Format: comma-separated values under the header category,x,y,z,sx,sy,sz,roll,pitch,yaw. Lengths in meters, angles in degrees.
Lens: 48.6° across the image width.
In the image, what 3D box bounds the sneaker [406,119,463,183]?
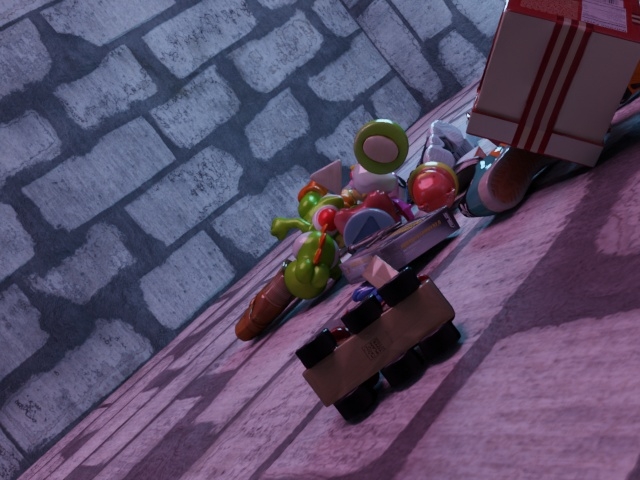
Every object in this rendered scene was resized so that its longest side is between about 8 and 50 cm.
category,x,y,z,sx,sy,sz,roll,pitch,yaw
sneaker,0.304,-0.216,1.933,0.153,0.101,0.268,-62,1,39

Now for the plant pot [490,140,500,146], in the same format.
category,x,y,z,sx,sy,sz,roll,pitch,yaw
plant pot,0.463,-0.315,1.685,0.180,0.201,0.201,-54,1,22

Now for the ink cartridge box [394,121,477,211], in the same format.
category,x,y,z,sx,sy,sz,roll,pitch,yaw
ink cartridge box,0.335,-0.222,2.181,0.324,0.071,0.330,-37,5,21

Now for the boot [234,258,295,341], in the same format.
category,x,y,z,sx,sy,sz,roll,pitch,yaw
boot,-0.128,0.174,1.989,0.220,0.109,0.283,-50,1,11

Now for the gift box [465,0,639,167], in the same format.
category,x,y,z,sx,sy,sz,roll,pitch,yaw
gift box,0.411,-0.292,1.236,0.276,0.255,0.258,-55,-19,-50

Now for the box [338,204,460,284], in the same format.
category,x,y,z,sx,sy,sz,roll,pitch,yaw
box,0.159,0.014,1.484,0.183,0.056,0.231,-31,1,-20

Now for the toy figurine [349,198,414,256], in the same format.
category,x,y,z,sx,sy,sz,roll,pitch,yaw
toy figurine,0.162,-0.038,1.804,0.159,0.130,0.173,-22,37,36

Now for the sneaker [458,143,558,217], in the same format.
category,x,y,z,sx,sy,sz,roll,pitch,yaw
sneaker,0.368,-0.150,1.375,0.302,0.108,0.121,-42,8,-31

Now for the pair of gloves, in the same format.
category,x,y,z,sx,sy,sz,roll,pitch,yaw
pair of gloves,0.118,0.093,1.459,0.159,0.023,0.198,-36,8,20

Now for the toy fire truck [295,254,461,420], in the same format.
category,x,y,z,sx,sy,sz,roll,pitch,yaw
toy fire truck,0.079,0.120,1.048,0.217,0.158,0.246,-38,-5,8

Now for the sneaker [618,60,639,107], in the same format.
category,x,y,z,sx,sy,sz,roll,pitch,yaw
sneaker,0.606,-0.327,1.409,0.262,0.099,0.121,-25,6,32

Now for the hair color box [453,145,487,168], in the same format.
category,x,y,z,sx,sy,sz,roll,pitch,yaw
hair color box,0.385,-0.193,1.832,0.072,0.043,0.141,-35,7,29

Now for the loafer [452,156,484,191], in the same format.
category,x,y,z,sx,sy,sz,roll,pitch,yaw
loafer,0.337,-0.140,1.737,0.170,0.062,0.061,-38,28,33

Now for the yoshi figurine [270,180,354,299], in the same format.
category,x,y,z,sx,sy,sz,roll,pitch,yaw
yoshi figurine,-0.020,0.013,1.858,0.204,0.203,0.362,-8,37,17

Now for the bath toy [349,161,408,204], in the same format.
category,x,y,z,sx,sy,sz,roll,pitch,yaw
bath toy,0.146,-0.160,1.901,0.152,0.128,0.348,-13,-7,11

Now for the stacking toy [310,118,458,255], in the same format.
category,x,y,z,sx,sy,sz,roll,pitch,yaw
stacking toy,0.141,-0.112,1.653,0.309,0.279,0.130,-39,11,16

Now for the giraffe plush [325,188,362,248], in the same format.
category,x,y,z,sx,sy,sz,roll,pitch,yaw
giraffe plush,0.057,-0.040,2.173,0.210,0.181,0.170,-29,28,-3

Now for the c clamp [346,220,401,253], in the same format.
category,x,y,z,sx,sy,sz,roll,pitch,yaw
c clamp,0.109,-0.004,1.547,0.137,0.022,0.161,-33,2,-29
